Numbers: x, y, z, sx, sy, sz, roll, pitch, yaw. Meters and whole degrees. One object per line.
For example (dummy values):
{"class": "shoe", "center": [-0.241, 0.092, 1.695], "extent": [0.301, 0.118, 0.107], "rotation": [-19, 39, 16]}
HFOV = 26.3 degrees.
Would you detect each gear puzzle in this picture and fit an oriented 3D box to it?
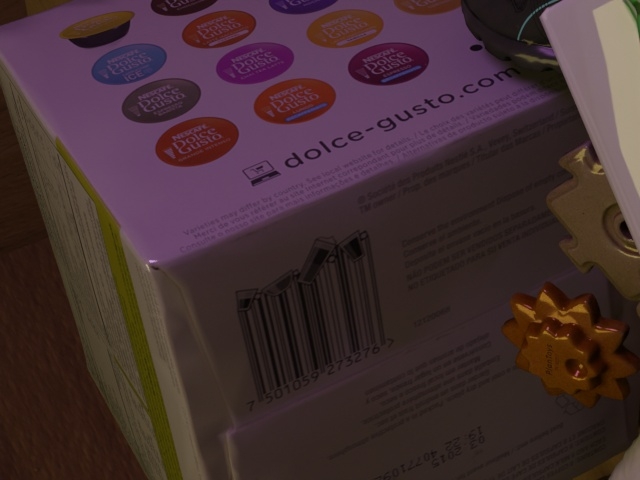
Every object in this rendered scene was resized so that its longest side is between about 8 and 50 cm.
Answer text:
{"class": "gear puzzle", "center": [0.195, 0.016, 0.692], "extent": [0.175, 0.044, 0.339], "rotation": [49, 144, -5]}

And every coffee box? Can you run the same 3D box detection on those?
{"class": "coffee box", "center": [0.000, 0.000, 0.990], "extent": [0.334, 0.338, 0.338], "rotation": [48, 155, 48]}

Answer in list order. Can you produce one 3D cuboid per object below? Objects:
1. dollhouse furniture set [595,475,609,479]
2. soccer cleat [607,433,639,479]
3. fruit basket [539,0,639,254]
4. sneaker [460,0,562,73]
{"class": "dollhouse furniture set", "center": [0.212, 0.412, 1.103], "extent": [0.303, 0.198, 0.286], "rotation": [56, 159, 31]}
{"class": "soccer cleat", "center": [0.229, 0.172, 0.855], "extent": [0.116, 0.143, 0.331], "rotation": [55, 158, 34]}
{"class": "fruit basket", "center": [0.205, -0.047, 0.423], "extent": [0.165, 0.353, 0.327], "rotation": [-24, 89, 27]}
{"class": "sneaker", "center": [0.178, -0.135, 0.746], "extent": [0.267, 0.101, 0.106], "rotation": [32, 132, 47]}
